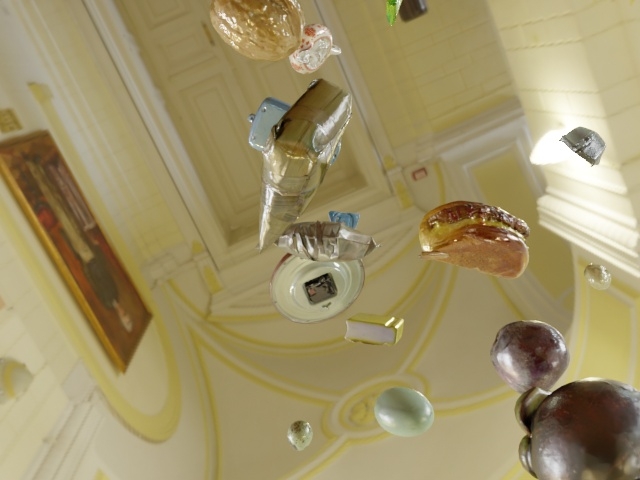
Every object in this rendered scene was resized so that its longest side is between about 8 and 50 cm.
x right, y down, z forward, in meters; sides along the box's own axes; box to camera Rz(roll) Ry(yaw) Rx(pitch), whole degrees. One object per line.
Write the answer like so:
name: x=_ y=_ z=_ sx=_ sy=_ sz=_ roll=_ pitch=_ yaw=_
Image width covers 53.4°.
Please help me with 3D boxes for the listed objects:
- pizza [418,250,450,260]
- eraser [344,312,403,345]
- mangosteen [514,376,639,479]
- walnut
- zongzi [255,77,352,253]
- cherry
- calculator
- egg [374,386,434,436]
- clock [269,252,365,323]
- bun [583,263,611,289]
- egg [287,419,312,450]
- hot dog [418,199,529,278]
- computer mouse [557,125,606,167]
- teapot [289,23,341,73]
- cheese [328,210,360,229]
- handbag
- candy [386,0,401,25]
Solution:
pizza: x=0.350 y=0.043 z=2.036 sx=0.100 sy=0.029 sz=0.099 roll=-10 pitch=167 yaw=34
eraser: x=0.172 y=0.275 z=1.983 sx=0.158 sy=0.069 sz=0.226 roll=8 pitch=-178 yaw=14
mangosteen: x=0.577 y=0.435 z=1.334 sx=0.330 sy=0.330 sz=0.330 roll=-23 pitch=-166 yaw=6
walnut: x=-0.159 y=-0.594 z=1.691 sx=0.257 sy=0.257 sz=0.224 roll=-13 pitch=-147 yaw=38
zongzi: x=-0.042 y=-0.146 z=1.264 sx=0.289 sy=0.123 sz=0.260 roll=109 pitch=7 yaw=-46
cherry: x=0.529 y=0.297 z=1.627 sx=0.195 sy=0.195 sz=0.195 roll=-23 pitch=-166 yaw=6
calculator: x=-0.059 y=-0.226 z=1.374 sx=0.039 sy=0.210 sz=0.121 roll=-76 pitch=-171 yaw=-69
egg: x=0.293 y=0.603 z=2.242 sx=0.231 sy=0.168 sz=0.168 roll=-1 pitch=-153 yaw=46
clock: x=-0.007 y=0.139 z=2.028 sx=0.318 sy=0.318 sz=0.080 roll=-25 pitch=-145 yaw=-4
bun: x=0.825 y=0.104 z=1.881 sx=0.055 sy=0.086 sz=0.086 roll=-44 pitch=179 yaw=39
egg: x=-0.071 y=0.657 z=2.140 sx=0.085 sy=0.110 sz=0.085 roll=15 pitch=-155 yaw=-7
hot dog: x=0.550 y=-0.015 z=2.169 sx=0.223 sy=0.405 sz=0.185 roll=125 pitch=-26 yaw=-49
computer mouse: x=0.743 y=-0.273 z=1.782 sx=0.231 sy=0.126 sz=0.071 roll=-18 pitch=149 yaw=-57
teapot: x=-0.023 y=-0.600 z=1.988 sx=0.116 sy=0.159 sz=0.245 roll=31 pitch=-142 yaw=30
cheese: x=0.080 y=0.017 z=2.301 sx=0.135 sy=0.244 sz=0.052 roll=5 pitch=174 yaw=-12
handbag: x=0.000 y=0.000 z=1.681 sx=0.270 sy=0.117 sz=0.182 roll=4 pitch=172 yaw=34
candy: x=0.209 y=-0.671 z=1.681 sx=0.032 sy=0.178 sz=0.102 roll=17 pitch=170 yaw=7
